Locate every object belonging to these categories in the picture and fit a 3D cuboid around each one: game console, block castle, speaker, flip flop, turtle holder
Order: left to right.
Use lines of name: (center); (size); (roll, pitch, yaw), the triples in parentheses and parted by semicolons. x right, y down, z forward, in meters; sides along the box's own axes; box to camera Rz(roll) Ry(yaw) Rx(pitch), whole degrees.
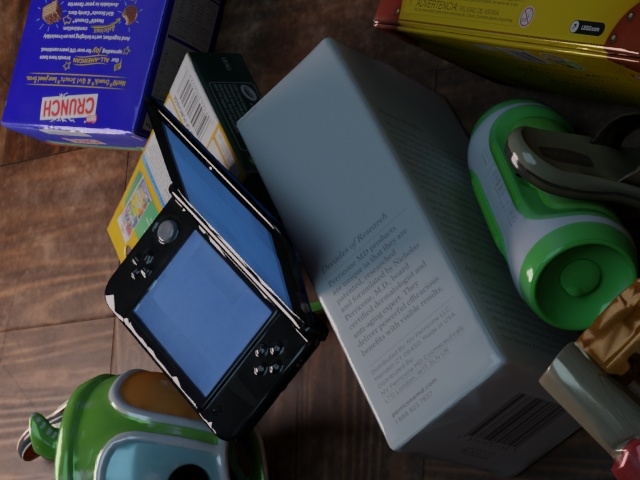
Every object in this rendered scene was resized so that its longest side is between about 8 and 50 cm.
turtle holder: (-0.186, 0.308, 2.017); (0.227, 0.243, 0.320); (-7, 70, 20)
game console: (-0.142, 0.032, 1.916); (0.250, 0.173, 0.293); (-52, 52, 9)
speaker: (0.234, -0.033, 1.800); (0.131, 0.131, 0.296); (-45, 27, 19)
flip flop: (0.310, -0.088, 1.730); (0.080, 0.277, 0.112); (-68, 31, 27)
block castle: (0.435, 0.038, 1.559); (0.213, 0.303, 0.453); (45, 108, 13)

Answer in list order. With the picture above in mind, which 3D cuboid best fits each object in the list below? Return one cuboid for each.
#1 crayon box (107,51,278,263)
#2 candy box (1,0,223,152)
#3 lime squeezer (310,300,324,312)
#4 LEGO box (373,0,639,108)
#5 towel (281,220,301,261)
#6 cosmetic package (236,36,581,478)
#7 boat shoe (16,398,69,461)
crayon box: (-0.151, -0.048, 2.155); (0.323, 0.083, 0.203); (-59, 45, 41)
candy box: (-0.272, -0.283, 2.354); (0.268, 0.122, 0.317); (8, 80, 39)
lime squeezer: (-0.066, 0.133, 2.101); (0.310, 0.059, 0.110); (-46, 53, 18)
LEGO box: (0.307, -0.338, 1.762); (0.500, 0.193, 0.372); (22, 90, 60)
towel: (0.000, 0.000, 2.107); (0.119, 0.029, 0.067); (21, 90, 40)
cosmetic package: (0.107, 0.017, 1.886); (0.161, 0.230, 0.453); (-41, 54, 23)
boat shoe: (-0.345, 0.253, 2.293); (0.137, 0.049, 0.043); (-38, 58, 18)
